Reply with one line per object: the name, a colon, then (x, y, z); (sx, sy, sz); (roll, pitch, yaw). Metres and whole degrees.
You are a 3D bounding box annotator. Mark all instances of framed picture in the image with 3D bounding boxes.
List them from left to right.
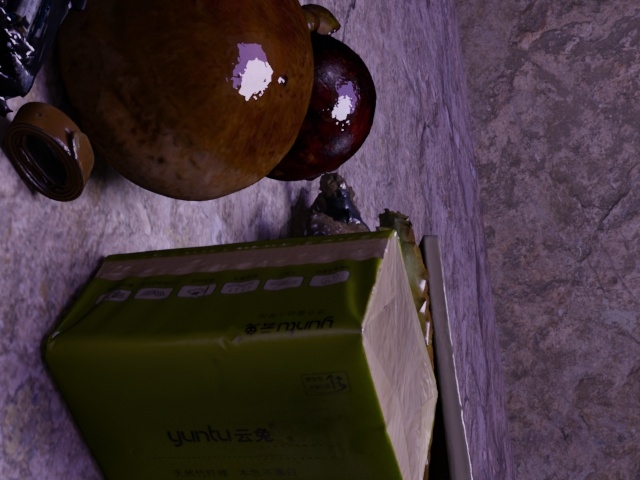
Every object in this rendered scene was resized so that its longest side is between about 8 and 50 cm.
framed picture: (0.146, 0.193, 1.317); (0.446, 0.028, 0.326); (88, -3, -79)

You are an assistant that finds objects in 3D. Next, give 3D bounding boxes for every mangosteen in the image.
mangosteen: (-0.033, -0.169, 1.169); (0.210, 0.209, 0.210); (-7, 90, -72)

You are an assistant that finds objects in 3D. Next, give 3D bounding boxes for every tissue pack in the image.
tissue pack: (-0.058, 0.117, 0.853); (0.167, 0.274, 0.200); (-69, 148, -54)

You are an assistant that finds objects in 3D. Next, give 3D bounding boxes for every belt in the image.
belt: (-0.214, -0.072, 0.791); (0.083, 0.059, 0.036); (65, 26, -42)

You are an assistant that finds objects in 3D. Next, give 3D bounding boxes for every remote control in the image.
remote control: (-0.229, -0.293, 0.819); (0.145, 0.062, 0.399); (59, 30, -51)

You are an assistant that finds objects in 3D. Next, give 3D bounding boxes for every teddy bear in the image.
teddy bear: (0.018, 0.010, 1.363); (0.251, 0.129, 0.182); (-68, -177, -63)

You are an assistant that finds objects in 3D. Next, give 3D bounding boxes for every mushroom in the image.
mushroom: (-0.105, -0.164, 0.944); (0.283, 0.195, 0.264); (37, 44, -66)

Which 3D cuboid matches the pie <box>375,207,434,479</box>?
pie: (0.064, 0.147, 1.180); (0.288, 0.102, 0.355); (130, -41, -70)
